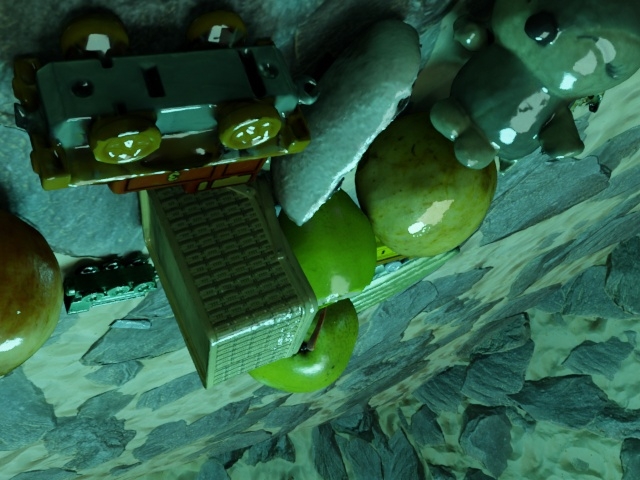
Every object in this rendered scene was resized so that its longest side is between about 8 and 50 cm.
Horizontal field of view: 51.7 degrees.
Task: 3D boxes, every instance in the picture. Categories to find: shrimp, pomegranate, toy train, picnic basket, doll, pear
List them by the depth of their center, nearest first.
[{"bbox_3d":[-0.176,-0.150,0.818,0.369,0.163,0.231,-13,161,-26],"label":"toy train"},{"bbox_3d":[-0.478,0.088,0.868,0.252,0.270,0.229,9,148,-40],"label":"pomegranate"},{"bbox_3d":[0.343,-0.301,0.987,0.382,0.252,0.378,-48,-175,29],"label":"doll"},{"bbox_3d":[-0.147,0.032,1.014,0.175,0.312,0.228,-19,155,-21],"label":"picnic basket"},{"bbox_3d":[0.000,0.000,1.108,0.188,0.219,0.187,-19,166,-5],"label":"pear"},{"bbox_3d":[0.181,-0.095,1.152,0.260,0.260,0.260,-20,155,-10],"label":"pomegranate"},{"bbox_3d":[-0.377,0.080,1.191,0.171,0.071,0.111,-10,161,-32],"label":"toy train"},{"bbox_3d":[0.521,-0.262,1.364,0.150,0.051,0.217,-24,153,-20],"label":"shrimp"},{"bbox_3d":[0.126,0.013,1.501,0.219,0.089,0.127,-13,143,-23],"label":"toy train"},{"bbox_3d":[-0.050,0.218,1.525,0.294,0.294,0.294,-20,155,-10],"label":"pear"}]

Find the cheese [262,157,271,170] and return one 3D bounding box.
[{"bbox_3d":[-0.027,-0.140,1.105,0.194,0.043,0.065,3,137,-44],"label":"cheese"}]

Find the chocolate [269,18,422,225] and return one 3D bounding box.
[{"bbox_3d":[0.022,-0.176,0.928,0.100,0.185,0.303,32,121,-17],"label":"chocolate"}]

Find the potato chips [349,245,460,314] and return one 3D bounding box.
[{"bbox_3d":[0.165,0.099,1.731,0.429,0.070,0.358,-28,158,8],"label":"potato chips"}]

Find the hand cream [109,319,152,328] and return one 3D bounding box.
[{"bbox_3d":[-0.407,0.180,1.423,0.093,0.019,0.030,11,140,-42],"label":"hand cream"}]

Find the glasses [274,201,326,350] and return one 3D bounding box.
[{"bbox_3d":[-0.042,0.064,1.239,0.118,0.268,0.234,-18,161,29],"label":"glasses"}]
